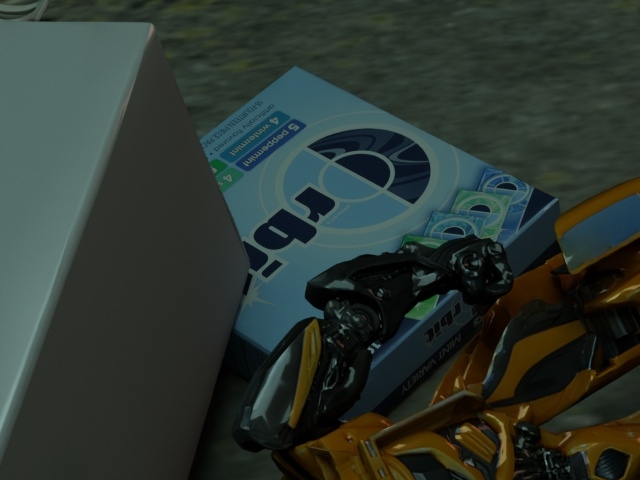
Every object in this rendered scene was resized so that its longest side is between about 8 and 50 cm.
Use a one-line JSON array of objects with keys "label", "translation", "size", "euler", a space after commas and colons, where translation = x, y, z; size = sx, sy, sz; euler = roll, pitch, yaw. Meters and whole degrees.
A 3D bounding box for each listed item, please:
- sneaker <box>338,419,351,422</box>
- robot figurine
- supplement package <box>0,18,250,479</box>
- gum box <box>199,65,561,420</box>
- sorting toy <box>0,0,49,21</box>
[{"label": "sneaker", "translation": [-0.032, 0.157, 0.696], "size": [0.092, 0.088, 0.225], "euler": [1, 41, 25]}, {"label": "robot figurine", "translation": [0.109, 0.075, 0.676], "size": [0.291, 0.211, 0.085], "euler": [-26, 1, -27]}, {"label": "supplement package", "translation": [-0.160, 0.072, 0.720], "size": [0.177, 0.175, 0.293], "euler": [3, 55, 18]}, {"label": "gum box", "translation": [0.000, 0.000, 0.881], "size": [0.184, 0.041, 0.157], "euler": [31, 59, 35]}, {"label": "sorting toy", "translation": [-0.200, -0.127, 1.061], "size": [0.083, 0.045, 0.075], "euler": [6, 39, 19]}]
